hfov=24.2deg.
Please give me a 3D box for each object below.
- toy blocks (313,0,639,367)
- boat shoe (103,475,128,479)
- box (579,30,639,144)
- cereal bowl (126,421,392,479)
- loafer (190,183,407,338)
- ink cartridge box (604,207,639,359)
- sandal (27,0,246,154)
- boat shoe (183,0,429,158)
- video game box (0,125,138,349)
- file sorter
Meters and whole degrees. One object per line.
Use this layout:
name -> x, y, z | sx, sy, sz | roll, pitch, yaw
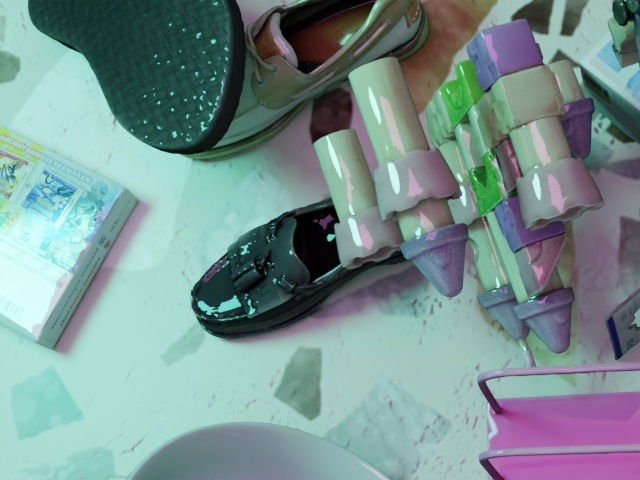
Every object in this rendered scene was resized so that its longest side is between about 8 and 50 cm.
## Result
toy blocks -> 0.182, -0.031, 1.264 | 0.308, 0.288, 0.260 | -18, 82, -10
boat shoe -> -0.206, 0.353, 1.421 | 0.095, 0.079, 0.255 | 5, 77, 14
box -> 0.359, -0.190, 1.421 | 0.203, 0.103, 0.114 | -47, 68, -3
cereal bowl -> -0.047, 0.330, 1.291 | 0.339, 0.339, 0.141 | 48, 130, 23
loafer -> 0.000, 0.000, 1.465 | 0.302, 0.095, 0.109 | -24, 68, 7
ink cartridge box -> 0.384, -0.047, 1.330 | 0.371, 0.176, 0.069 | -42, 69, 0
sandal -> -0.166, -0.214, 1.519 | 0.168, 0.107, 0.446 | -59, 39, 11
boat shoe -> -0.039, -0.191, 1.532 | 0.302, 0.103, 0.113 | -29, 68, 5
video game box -> -0.325, -0.011, 1.586 | 0.205, 0.048, 0.187 | 26, 83, 21
file sorter -> 0.235, 0.259, 1.272 | 0.202, 0.182, 0.291 | -4, 72, 14
